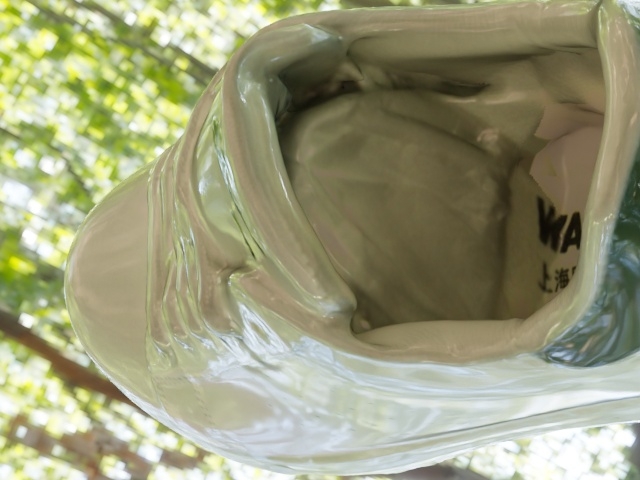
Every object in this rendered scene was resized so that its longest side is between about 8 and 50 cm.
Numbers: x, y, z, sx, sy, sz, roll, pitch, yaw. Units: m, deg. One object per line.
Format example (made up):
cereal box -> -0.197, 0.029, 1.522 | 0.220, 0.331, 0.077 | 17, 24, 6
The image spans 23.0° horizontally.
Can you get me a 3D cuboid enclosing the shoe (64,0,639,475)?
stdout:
shoe -> 0.000, 0.000, 0.483 | 0.363, 0.160, 0.131 | -7, -108, 45
